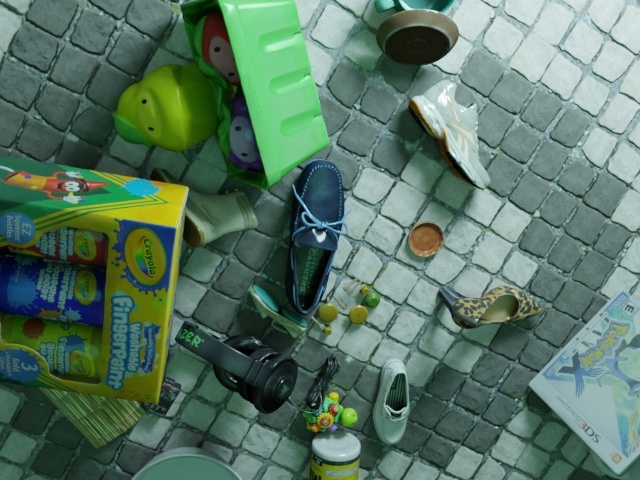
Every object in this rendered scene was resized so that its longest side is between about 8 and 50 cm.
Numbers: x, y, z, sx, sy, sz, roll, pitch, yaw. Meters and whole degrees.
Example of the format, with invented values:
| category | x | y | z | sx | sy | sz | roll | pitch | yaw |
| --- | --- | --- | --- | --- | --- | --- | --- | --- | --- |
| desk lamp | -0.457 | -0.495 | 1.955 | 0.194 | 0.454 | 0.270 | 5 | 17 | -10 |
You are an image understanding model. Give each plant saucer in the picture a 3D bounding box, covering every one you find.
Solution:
| category | x | y | z | sx | sy | sz | roll | pitch | yaw |
| --- | --- | --- | --- | --- | --- | --- | --- | --- | --- |
| plant saucer | 0.196 | -0.403 | 1.535 | 0.168 | 0.168 | 0.029 | 6 | 66 | -10 |
| plant saucer | 0.240 | -0.004 | 1.731 | 0.083 | 0.013 | 0.084 | -2 | 107 | -7 |

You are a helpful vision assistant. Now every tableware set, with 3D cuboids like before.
| category | x | y | z | sx | sy | sz | roll | pitch | yaw |
| --- | --- | --- | --- | --- | --- | --- | --- | --- | --- |
| tableware set | 0.060 | 0.159 | 1.749 | 0.154 | 0.024 | 0.104 | -42 | 111 | 4 |

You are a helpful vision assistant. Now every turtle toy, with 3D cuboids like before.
| category | x | y | z | sx | sy | sz | roll | pitch | yaw |
| --- | --- | --- | --- | --- | --- | --- | --- | --- | --- |
| turtle toy | 0.022 | 0.414 | 1.794 | 0.130 | 0.066 | 0.095 | 1 | 106 | -9 |

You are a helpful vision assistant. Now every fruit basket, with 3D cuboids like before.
| category | x | y | z | sx | sy | sz | roll | pitch | yaw |
| --- | --- | --- | --- | --- | --- | --- | --- | --- | --- |
| fruit basket | -0.212 | -0.276 | 1.469 | 0.391 | 0.283 | 0.392 | -6 | 103 | -25 |

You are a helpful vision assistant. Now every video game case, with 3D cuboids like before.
| category | x | y | z | sx | sy | sz | roll | pitch | yaw |
| --- | --- | --- | --- | --- | --- | --- | --- | --- | --- |
| video game case | 0.698 | 0.323 | 1.761 | 0.329 | 0.300 | 0.036 | -48 | 137 | 7 |

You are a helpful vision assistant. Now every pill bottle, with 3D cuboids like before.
| category | x | y | z | sx | sy | sz | roll | pitch | yaw |
| --- | --- | --- | --- | --- | --- | --- | --- | --- | --- |
| pill bottle | 0.031 | 0.575 | 1.816 | 0.119 | 0.119 | 0.209 | 1 | 106 | -9 |

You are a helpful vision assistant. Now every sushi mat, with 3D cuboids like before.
| category | x | y | z | sx | sy | sz | roll | pitch | yaw |
| --- | --- | --- | --- | --- | --- | --- | --- | --- | --- |
| sushi mat | -0.546 | 0.322 | 1.706 | 0.151 | 0.019 | 0.317 | -35 | 108 | 4 |

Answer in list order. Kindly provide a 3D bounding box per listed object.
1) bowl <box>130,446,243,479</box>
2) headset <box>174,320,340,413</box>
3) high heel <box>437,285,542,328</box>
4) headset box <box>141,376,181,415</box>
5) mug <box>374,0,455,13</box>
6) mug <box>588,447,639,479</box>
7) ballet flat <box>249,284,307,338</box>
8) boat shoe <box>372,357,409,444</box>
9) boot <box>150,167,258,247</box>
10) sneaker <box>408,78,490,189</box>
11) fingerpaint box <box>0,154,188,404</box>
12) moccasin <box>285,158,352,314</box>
| category | x | y | z | sx | sy | sz | roll | pitch | yaw |
| --- | --- | --- | --- | --- | --- | --- | --- | --- | --- |
| bowl | -0.312 | 0.593 | 1.762 | 0.297 | 0.134 | 0.298 | -3 | 107 | -9 |
| headset | -0.128 | 0.264 | 1.659 | 0.394 | 0.243 | 0.185 | 36 | 78 | -31 |
| high heel | 0.409 | 0.169 | 1.717 | 0.261 | 0.186 | 0.093 | 8 | 105 | -11 |
| headset box | -0.362 | 0.350 | 1.735 | 0.062 | 0.032 | 0.083 | 29 | 99 | -16 |
| mug | 0.191 | -0.509 | 1.527 | 0.157 | 0.097 | 0.130 | 10 | 99 | -8 |
| mug | 0.825 | 0.482 | 1.828 | 0.373 | 0.276 | 0.328 | 7 | 113 | -13 |
| ballet flat | -0.105 | 0.167 | 1.710 | 0.168 | 0.057 | 0.052 | 39 | 107 | -17 |
| boat shoe | 0.170 | 0.396 | 1.806 | 0.083 | 0.076 | 0.226 | -5 | 107 | -7 |
| boot | -0.247 | -0.082 | 1.592 | 0.165 | 0.213 | 0.077 | -18 | 145 | -40 |
| sneaker | 0.309 | -0.230 | 1.635 | 0.121 | 0.099 | 0.262 | -39 | 109 | -1 |
| fingerpaint box | -0.470 | 0.090 | 1.482 | 0.370 | 0.163 | 0.445 | 10 | 122 | -7 |
| moccasin | 0.000 | 0.000 | 1.641 | 0.137 | 0.117 | 0.342 | 1 | 106 | -9 |
